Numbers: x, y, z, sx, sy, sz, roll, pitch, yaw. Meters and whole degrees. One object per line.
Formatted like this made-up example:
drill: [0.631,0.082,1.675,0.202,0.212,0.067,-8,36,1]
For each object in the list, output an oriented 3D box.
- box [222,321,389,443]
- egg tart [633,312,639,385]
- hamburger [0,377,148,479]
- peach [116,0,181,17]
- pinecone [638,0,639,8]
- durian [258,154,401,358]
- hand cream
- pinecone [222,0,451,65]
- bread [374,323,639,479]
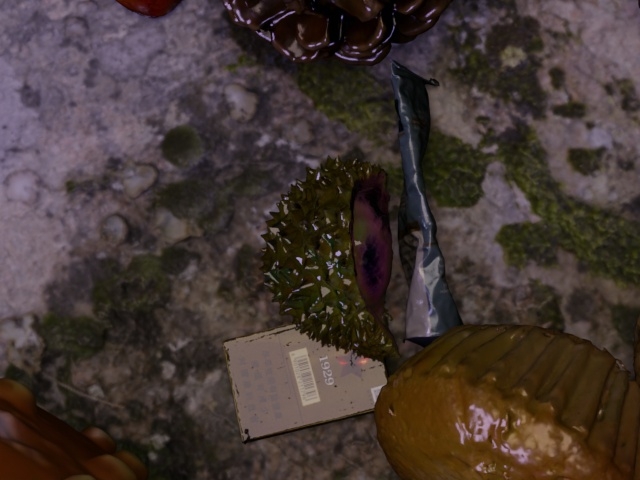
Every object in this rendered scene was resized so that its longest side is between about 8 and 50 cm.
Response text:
box: [-0.010,0.112,1.346,0.133,0.023,0.090,-15,79,4]
egg tart: [0.384,0.109,1.226,0.297,0.132,0.297,11,107,38]
hamburger: [-0.234,0.262,1.171,0.396,0.396,0.277,39,87,13]
peach: [-0.166,-0.233,1.423,0.083,0.077,0.050,41,80,-31]
pinecone: [0.326,-0.233,1.317,0.140,0.140,0.120,26,55,12]
durian: [0.001,-0.001,1.310,0.119,0.108,0.186,-4,68,8]
hand cream: [0.089,-0.024,1.338,0.052,0.075,0.247,-3,81,2]
pinecone: [0.021,-0.254,1.302,0.244,0.257,0.243,-4,114,-10]
bread: [0.159,0.154,1.213,0.240,0.240,0.139,32,70,12]
